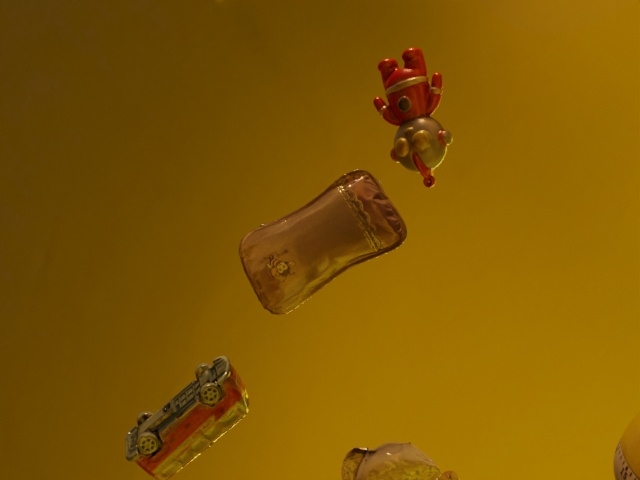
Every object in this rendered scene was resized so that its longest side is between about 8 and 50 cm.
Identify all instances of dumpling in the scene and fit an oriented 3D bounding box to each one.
[{"bbox_3d":[0.135,0.458,1.862,0.092,0.176,0.150,-122,31,-60],"label":"dumpling"}]

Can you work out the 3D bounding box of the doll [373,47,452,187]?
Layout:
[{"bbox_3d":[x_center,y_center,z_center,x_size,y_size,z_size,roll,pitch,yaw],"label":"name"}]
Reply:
[{"bbox_3d":[0.165,-0.212,1.691,0.076,0.142,0.245,-1,-102,-52],"label":"doll"}]

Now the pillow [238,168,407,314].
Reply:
[{"bbox_3d":[0.000,0.000,1.337,0.131,0.232,0.038,60,180,8],"label":"pillow"}]

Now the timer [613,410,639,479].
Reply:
[{"bbox_3d":[0.618,0.325,1.488,0.285,0.285,0.285,48,-167,-15],"label":"timer"}]

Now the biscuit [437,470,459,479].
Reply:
[{"bbox_3d":[0.317,0.614,2.192,0.225,0.036,0.166,30,-139,-36],"label":"biscuit"}]

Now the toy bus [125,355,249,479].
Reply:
[{"bbox_3d":[-0.253,0.349,1.873,0.120,0.265,0.121,50,180,-19],"label":"toy bus"}]
